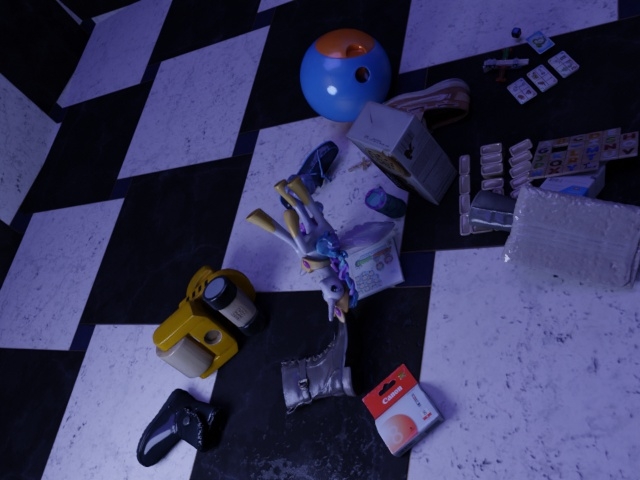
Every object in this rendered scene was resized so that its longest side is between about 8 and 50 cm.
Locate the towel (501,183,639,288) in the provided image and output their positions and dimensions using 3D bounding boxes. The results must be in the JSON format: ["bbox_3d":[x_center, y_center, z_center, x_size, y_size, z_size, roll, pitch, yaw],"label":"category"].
[{"bbox_3d":[0.562,-0.009,1.352,0.282,0.049,0.187,15,97,17],"label":"towel"}]

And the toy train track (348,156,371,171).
[{"bbox_3d":[0.124,-0.231,1.911,0.083,0.014,0.048,-18,61,33],"label":"toy train track"}]

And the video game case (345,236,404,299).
[{"bbox_3d":[0.148,0.078,1.702,0.157,0.019,0.143,-25,52,21],"label":"video game case"}]

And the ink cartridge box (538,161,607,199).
[{"bbox_3d":[0.604,-0.135,1.452,0.104,0.060,0.180,16,44,40],"label":"ink cartridge box"}]

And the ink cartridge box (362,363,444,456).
[{"bbox_3d":[0.188,0.398,1.465,0.145,0.045,0.179,-43,50,6],"label":"ink cartridge box"}]

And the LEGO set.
[{"bbox_3d":[0.583,-0.500,1.741,0.182,0.060,0.244,-33,56,8],"label":"LEGO set"}]

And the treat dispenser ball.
[{"bbox_3d":[0.079,-0.516,1.930,0.288,0.288,0.288,-17,55,26],"label":"treat dispenser ball"}]

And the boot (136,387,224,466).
[{"bbox_3d":[-0.398,0.559,1.745,0.207,0.094,0.246,12,65,43],"label":"boot"}]

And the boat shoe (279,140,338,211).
[{"bbox_3d":[-0.019,-0.194,1.947,0.258,0.109,0.089,-54,52,18],"label":"boat shoe"}]

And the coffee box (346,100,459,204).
[{"bbox_3d":[0.227,-0.231,1.644,0.168,0.297,0.119,30,86,42],"label":"coffee box"}]

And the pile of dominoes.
[{"bbox_3d":[0.466,-0.136,1.611,0.196,0.040,0.251,-7,68,30],"label":"pile of dominoes"}]

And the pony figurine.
[{"bbox_3d":[0.000,0.000,1.631,0.303,0.363,0.351,-26,18,31],"label":"pony figurine"}]

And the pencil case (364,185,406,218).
[{"bbox_3d":[0.182,-0.103,1.697,0.064,0.151,0.070,-47,61,15],"label":"pencil case"}]

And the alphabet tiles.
[{"bbox_3d":[0.634,-0.213,1.477,0.237,0.009,0.198,-7,30,33],"label":"alphabet tiles"}]

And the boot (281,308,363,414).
[{"bbox_3d":[-0.007,0.314,1.621,0.229,0.091,0.263,-15,58,27],"label":"boot"}]

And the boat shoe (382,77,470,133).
[{"bbox_3d":[0.286,-0.365,1.808,0.324,0.123,0.116,-21,55,26],"label":"boat shoe"}]

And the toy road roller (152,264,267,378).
[{"bbox_3d":[-0.342,0.225,1.848,0.329,0.202,0.240,-43,35,0],"label":"toy road roller"}]

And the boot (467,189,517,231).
[{"bbox_3d":[0.458,-0.032,1.500,0.208,0.076,0.190,15,63,29],"label":"boot"}]
